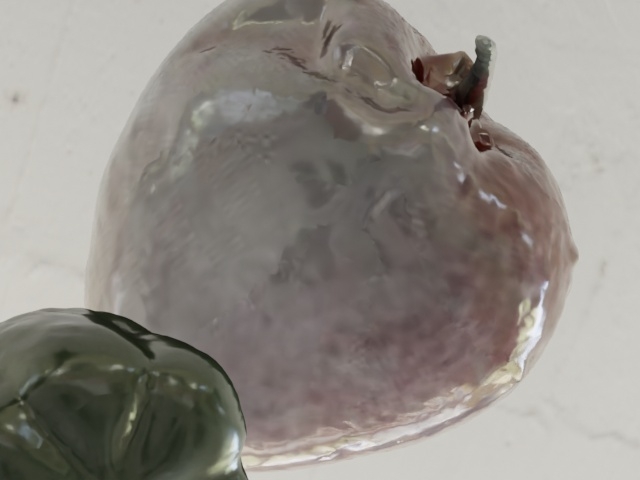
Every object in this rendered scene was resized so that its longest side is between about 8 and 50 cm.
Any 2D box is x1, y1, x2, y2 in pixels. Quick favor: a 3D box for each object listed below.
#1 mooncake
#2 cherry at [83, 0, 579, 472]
[{"bbox_3d":[-0.118,0.118,0.837,0.175,0.104,0.168,-51,-59,-12],"label":"mooncake"},{"bbox_3d":[-0.007,-0.011,1.167,0.335,0.291,0.326,-16,-83,10],"label":"cherry"}]
